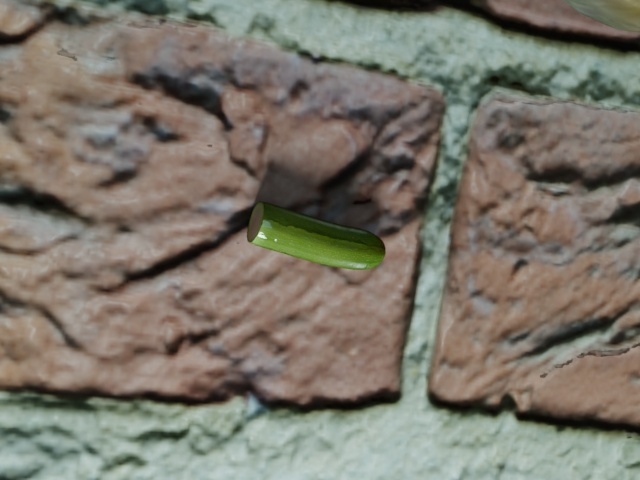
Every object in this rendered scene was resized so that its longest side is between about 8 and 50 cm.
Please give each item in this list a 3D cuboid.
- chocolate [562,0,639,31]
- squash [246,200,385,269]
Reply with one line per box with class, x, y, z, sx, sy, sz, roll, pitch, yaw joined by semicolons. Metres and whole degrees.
chocolate;0.112;-0.206;0.503;0.309;0.134;0.134;19;90;-23
squash;0.000;0.000;0.541;0.083;0.027;0.027;16;91;-20
